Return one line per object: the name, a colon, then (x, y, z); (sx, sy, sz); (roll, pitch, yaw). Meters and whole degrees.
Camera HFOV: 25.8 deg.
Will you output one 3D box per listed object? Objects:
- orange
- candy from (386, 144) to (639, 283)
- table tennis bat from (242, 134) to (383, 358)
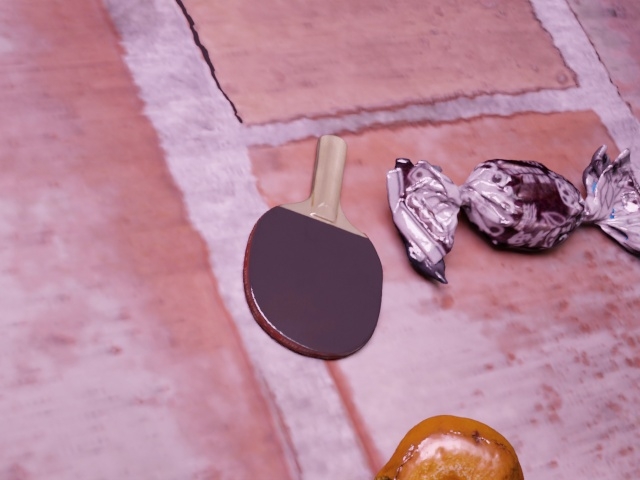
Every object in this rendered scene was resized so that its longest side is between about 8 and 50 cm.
orange: (0.070, 0.134, 0.738); (0.086, 0.062, 0.086); (0, 91, -2)
candy: (0.141, -0.019, 0.894); (0.226, 0.051, 0.094); (1, 61, -29)
table tennis bat: (0.000, 0.000, 0.826); (0.087, 0.013, 0.156); (20, 51, -15)
